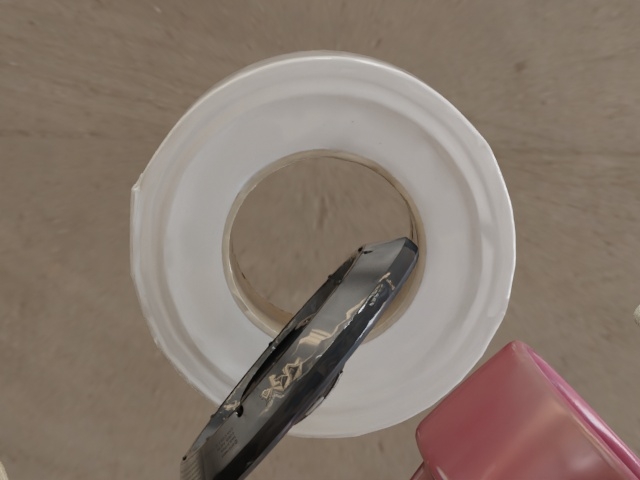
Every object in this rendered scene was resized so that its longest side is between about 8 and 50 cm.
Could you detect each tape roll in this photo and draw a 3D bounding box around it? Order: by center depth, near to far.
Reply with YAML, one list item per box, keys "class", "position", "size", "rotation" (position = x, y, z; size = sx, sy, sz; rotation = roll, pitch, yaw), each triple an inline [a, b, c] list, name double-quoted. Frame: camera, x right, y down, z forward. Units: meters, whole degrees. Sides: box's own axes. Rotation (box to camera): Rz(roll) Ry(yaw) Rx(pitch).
- class: "tape roll"
  position: [0.000, 0.000, 1.293]
  size: [0.286, 0.100, 0.286]
  rotation: [0, 100, -1]

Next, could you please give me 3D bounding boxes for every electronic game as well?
- class: "electronic game"
  position: [-0.014, 0.088, 1.127]
  size: [0.048, 0.229, 0.229]
  rotation: [41, 93, -2]

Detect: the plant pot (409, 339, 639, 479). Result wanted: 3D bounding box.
- class: "plant pot"
  position: [0.074, 0.167, 0.626]
  size: [0.180, 0.201, 0.201]
  rotation: [-43, 92, 5]

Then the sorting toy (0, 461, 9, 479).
- class: "sorting toy"
  position: [-0.117, 0.290, 0.988]
  size: [0.041, 0.229, 0.307]
  rotation: [-28, 54, -2]

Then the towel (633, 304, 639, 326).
- class: "towel"
  position: [0.407, -0.027, 1.455]
  size: [0.056, 0.324, 0.312]
  rotation: [33, 91, -16]
